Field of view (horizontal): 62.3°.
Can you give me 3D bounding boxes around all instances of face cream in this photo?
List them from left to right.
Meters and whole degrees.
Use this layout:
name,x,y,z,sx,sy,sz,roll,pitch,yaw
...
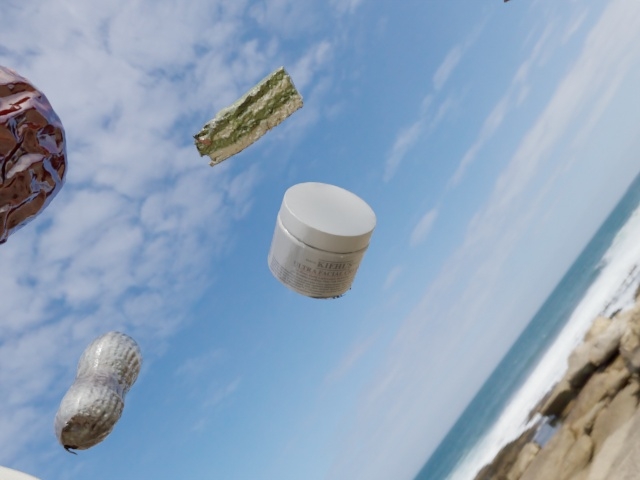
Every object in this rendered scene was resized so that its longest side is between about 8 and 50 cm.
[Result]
name,x,y,z,sx,sy,sz,roll,pitch,yaw
face cream,0.000,0.000,0.987,0.177,0.177,0.153,-27,-37,-48

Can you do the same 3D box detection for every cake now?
name,x,y,z,sx,sy,sz,roll,pitch,yaw
cake,-0.079,-0.137,0.591,0.140,0.051,0.055,-39,20,-3

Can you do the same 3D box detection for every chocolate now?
name,x,y,z,sx,sy,sz,roll,pitch,yaw
chocolate,-0.376,0.248,0.910,0.248,0.110,0.110,-101,33,-60

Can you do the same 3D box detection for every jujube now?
name,x,y,z,sx,sy,sz,roll,pitch,yaw
jujube,-0.290,-0.046,0.393,0.230,0.155,0.155,-94,21,-55

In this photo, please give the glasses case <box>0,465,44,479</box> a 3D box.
name,x,y,z,sx,sy,sz,roll,pitch,yaw
glasses case,-0.395,0.326,0.665,0.051,0.204,0.081,-58,-30,-56

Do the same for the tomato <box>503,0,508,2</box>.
name,x,y,z,sx,sy,sz,roll,pitch,yaw
tomato,0.153,-0.269,0.332,0.085,0.225,0.225,-91,24,-61
